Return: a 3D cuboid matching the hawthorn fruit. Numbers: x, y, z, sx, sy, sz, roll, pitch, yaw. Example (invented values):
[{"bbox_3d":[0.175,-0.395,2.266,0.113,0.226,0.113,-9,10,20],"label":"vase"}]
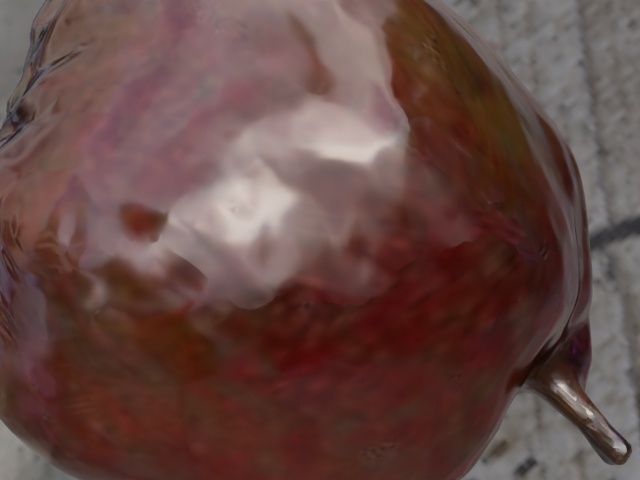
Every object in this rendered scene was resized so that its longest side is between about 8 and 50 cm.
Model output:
[{"bbox_3d":[-0.019,-0.013,0.937,0.324,0.308,0.308,-5,30,-11],"label":"hawthorn fruit"}]
